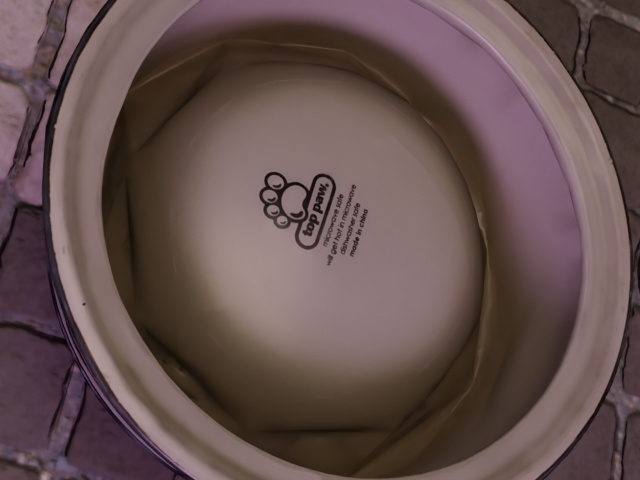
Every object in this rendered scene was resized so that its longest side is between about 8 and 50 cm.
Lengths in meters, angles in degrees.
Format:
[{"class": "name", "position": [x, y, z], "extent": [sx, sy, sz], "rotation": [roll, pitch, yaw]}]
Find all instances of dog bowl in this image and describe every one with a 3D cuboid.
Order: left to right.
[{"class": "dog bowl", "position": [0.000, 0.000, 0.909], "extent": [0.408, 0.150, 0.408], "rotation": [7, 73, -23]}]
